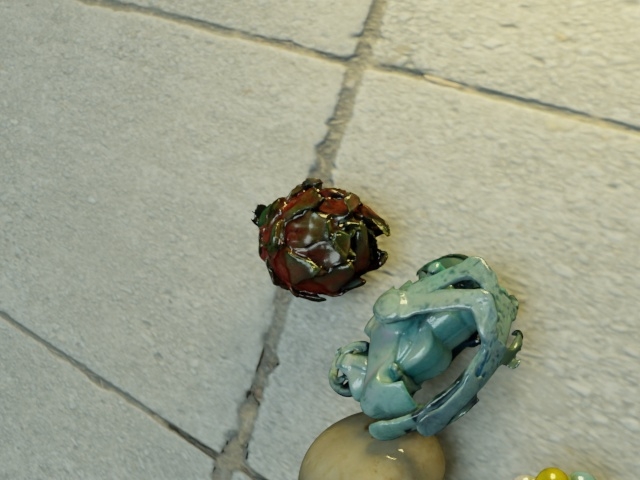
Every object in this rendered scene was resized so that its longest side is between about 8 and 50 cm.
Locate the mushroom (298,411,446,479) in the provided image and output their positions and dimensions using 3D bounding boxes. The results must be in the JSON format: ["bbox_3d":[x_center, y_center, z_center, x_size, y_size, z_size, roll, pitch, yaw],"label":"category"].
[{"bbox_3d":[0.077,0.334,1.172,0.204,0.204,0.204,-4,84,36],"label":"mushroom"}]

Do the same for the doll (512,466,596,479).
[{"bbox_3d":[0.212,0.451,0.978,0.365,0.187,0.376,-34,89,3],"label":"doll"}]

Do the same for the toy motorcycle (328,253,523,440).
[{"bbox_3d":[0.135,0.137,1.132,0.260,0.154,0.206,-44,39,2],"label":"toy motorcycle"}]

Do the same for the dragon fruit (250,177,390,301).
[{"bbox_3d":[-0.004,0.000,1.255,0.188,0.182,0.182,-138,64,-75],"label":"dragon fruit"}]
